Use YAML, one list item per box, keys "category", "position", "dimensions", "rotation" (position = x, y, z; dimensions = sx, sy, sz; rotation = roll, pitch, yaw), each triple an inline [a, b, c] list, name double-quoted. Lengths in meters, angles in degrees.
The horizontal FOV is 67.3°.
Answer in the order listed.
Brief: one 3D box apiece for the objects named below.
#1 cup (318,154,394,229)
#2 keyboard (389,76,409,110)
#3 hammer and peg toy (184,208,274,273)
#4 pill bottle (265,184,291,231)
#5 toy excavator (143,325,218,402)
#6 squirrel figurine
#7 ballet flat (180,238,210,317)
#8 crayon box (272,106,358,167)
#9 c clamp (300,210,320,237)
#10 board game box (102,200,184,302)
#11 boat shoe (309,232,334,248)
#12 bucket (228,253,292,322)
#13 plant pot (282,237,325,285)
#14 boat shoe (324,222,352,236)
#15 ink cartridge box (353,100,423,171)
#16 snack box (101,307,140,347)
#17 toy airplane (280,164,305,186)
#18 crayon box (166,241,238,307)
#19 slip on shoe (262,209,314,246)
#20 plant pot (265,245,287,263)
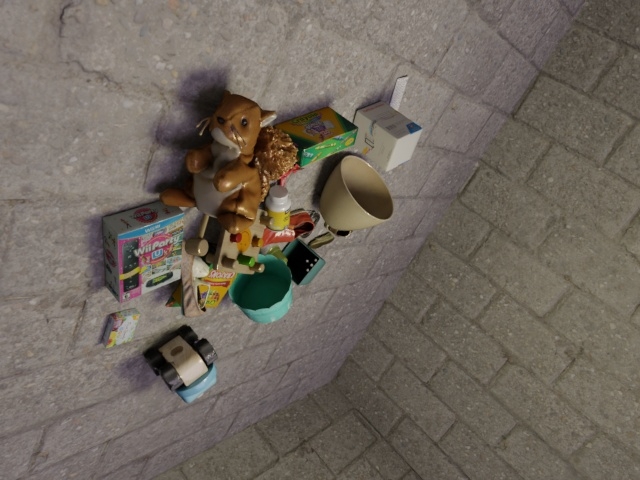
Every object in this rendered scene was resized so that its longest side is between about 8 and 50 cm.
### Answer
- category: "cup"
  position: [0.131, -0.175, 2.137]
  dimensions: [0.237, 0.331, 0.331]
  rotation: [-35, 165, 36]
- category: "keyboard"
  position: [0.330, -0.606, 2.139]
  dimensions: [0.072, 0.014, 0.256]
  rotation: [-28, 147, -36]
- category: "hammer and peg toy"
  position: [-0.308, -0.018, 1.721]
  dimensions: [0.361, 0.127, 0.266]
  rotation: [19, 83, -66]
- category: "pill bottle"
  position: [-0.170, -0.128, 1.916]
  dimensions: [0.103, 0.103, 0.184]
  rotation: [-32, 150, -30]
- category: "toy excavator"
  position: [-0.577, 0.602, 2.109]
  dimensions: [0.222, 0.432, 0.446]
  rotation: [-34, 123, -28]
- category: "squirrel figurine"
  position: [-0.252, -0.266, 1.491]
  dimensions: [0.397, 0.280, 0.371]
  rotation: [-28, 138, -58]
- category: "ballet flat"
  position: [-0.456, 0.138, 1.749]
  dimensions: [0.108, 0.106, 0.316]
  rotation: [-91, -176, -63]
- category: "crayon box"
  position: [-0.018, -0.379, 1.737]
  dimensions: [0.278, 0.165, 0.081]
  rotation: [-30, 149, -34]
- category: "c clamp"
  position: [-0.056, -0.075, 2.265]
  dimensions: [0.137, 0.022, 0.161]
  rotation: [-12, 135, -58]
- category: "board game box"
  position: [-0.564, 0.033, 1.539]
  dimensions: [0.224, 0.097, 0.304]
  rotation: [-25, 145, -39]
- category: "boat shoe"
  position: [0.001, -0.001, 2.434]
  dimensions: [0.152, 0.048, 0.056]
  rotation: [-22, 156, -32]
- category: "bucket"
  position: [-0.250, 0.213, 2.082]
  dimensions: [0.281, 0.281, 0.183]
  rotation: [-39, 154, -18]
- category: "plant pot"
  position: [-0.076, 0.111, 2.331]
  dimensions: [0.165, 0.165, 0.234]
  rotation: [-51, 161, 5]
- category: "boat shoe"
  position: [0.112, -0.048, 2.469]
  dimensions: [0.095, 0.095, 0.257]
  rotation: [-55, 153, 14]
- category: "ink cartridge box"
  position: [0.267, -0.441, 2.018]
  dimensions: [0.171, 0.232, 0.168]
  rotation: [-29, 150, -35]
- category: "snack box"
  position: [-0.724, 0.317, 1.743]
  dimensions: [0.100, 0.037, 0.141]
  rotation: [-12, 136, -53]
- category: "toy airplane"
  position: [-0.123, -0.269, 1.881]
  dimensions: [0.151, 0.028, 0.151]
  rotation: [-38, 158, -18]
- category: "crayon box"
  position: [-0.447, 0.163, 1.913]
  dimensions: [0.319, 0.081, 0.202]
  rotation: [-55, 154, 14]
- category: "slip on shoe"
  position: [-0.157, -0.040, 2.062]
  dimensions: [0.331, 0.101, 0.123]
  rotation: [-24, 147, -39]
- category: "plant pot"
  position: [-0.194, 0.081, 2.193]
  dimensions: [0.083, 0.079, 0.083]
  rotation: [-35, 151, -24]
